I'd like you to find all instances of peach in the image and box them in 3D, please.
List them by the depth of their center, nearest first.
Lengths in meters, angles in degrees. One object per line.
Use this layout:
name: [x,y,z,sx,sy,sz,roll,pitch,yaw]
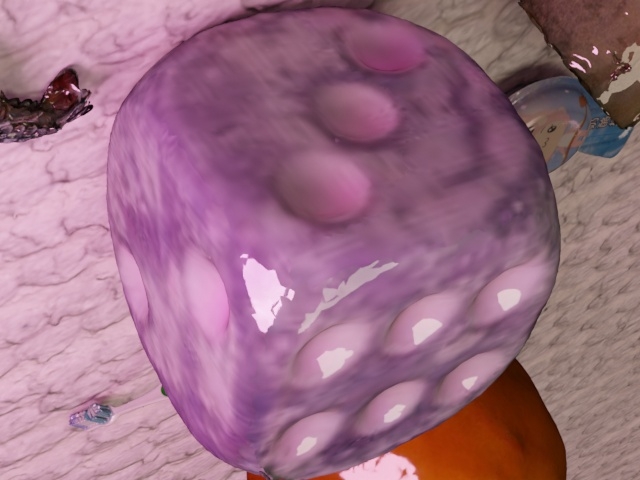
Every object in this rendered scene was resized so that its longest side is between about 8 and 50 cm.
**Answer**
peach: [0.088,0.238,1.192,0.302,0.343,0.343,41,106,-12]

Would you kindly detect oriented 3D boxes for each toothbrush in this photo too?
toothbrush: [-0.124,0.132,1.036,0.304,0.030,0.030,-24,152,26]

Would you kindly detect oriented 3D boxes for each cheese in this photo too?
cheese: [0.240,-0.114,1.102,0.245,0.052,0.135,-11,140,-30]

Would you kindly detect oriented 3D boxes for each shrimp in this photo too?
shrimp: [-0.230,-0.088,0.718,0.174,0.082,0.076,6,125,-53]

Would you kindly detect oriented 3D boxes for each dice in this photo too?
dice: [0.000,0.000,0.845,0.270,0.271,0.270,-16,142,-25]

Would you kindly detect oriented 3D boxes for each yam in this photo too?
yam: [0.308,-0.248,0.894,0.168,0.168,0.304,14,123,-48]
